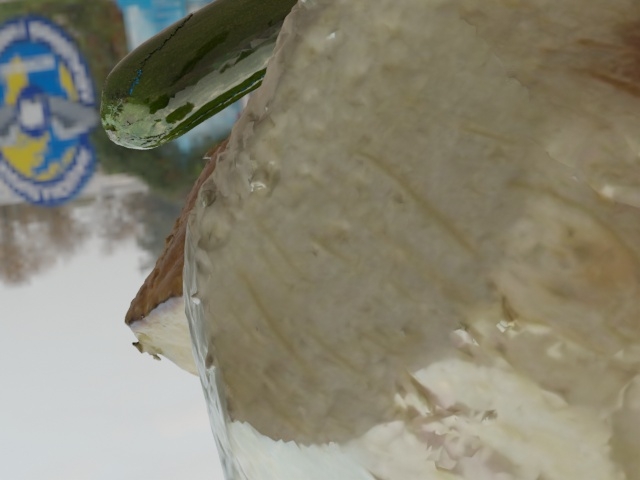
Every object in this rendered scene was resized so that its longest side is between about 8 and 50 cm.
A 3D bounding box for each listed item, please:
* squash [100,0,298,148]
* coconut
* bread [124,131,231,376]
[{"bbox_3d":[-0.046,-0.168,1.234,0.331,0.087,0.087,-30,-163,-31],"label":"squash"},{"bbox_3d":[0.156,0.029,0.658,0.415,0.416,0.344,-4,-176,25],"label":"coconut"},{"bbox_3d":[0.000,0.000,1.398,0.279,0.207,0.279,-31,-154,49],"label":"bread"}]
